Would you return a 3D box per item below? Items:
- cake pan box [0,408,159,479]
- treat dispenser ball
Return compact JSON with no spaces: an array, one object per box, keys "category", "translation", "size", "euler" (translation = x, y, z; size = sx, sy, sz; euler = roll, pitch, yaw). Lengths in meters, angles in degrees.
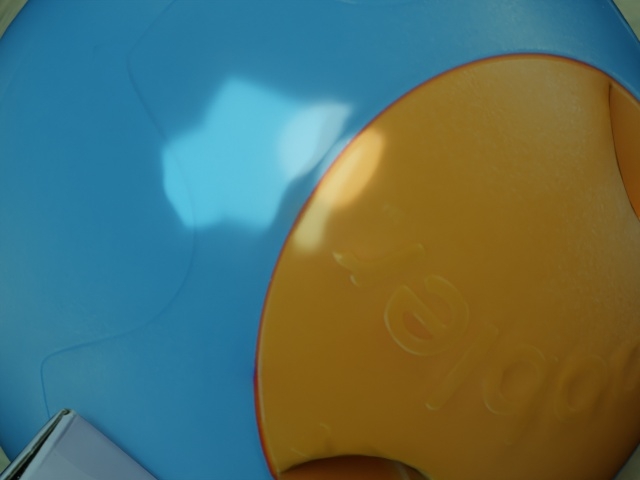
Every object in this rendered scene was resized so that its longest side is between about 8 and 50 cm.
[{"category":"cake pan box","translation":[-0.071,0.214,0.495],"size":[0.245,0.070,0.267],"euler":[39,120,-8]},{"category":"treat dispenser ball","translation":[0.000,0.000,0.570],"size":[0.288,0.288,0.288],"euler":[-8,65,17]}]
